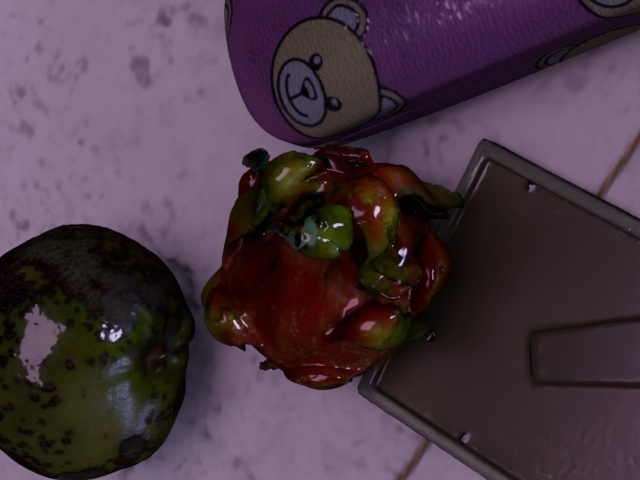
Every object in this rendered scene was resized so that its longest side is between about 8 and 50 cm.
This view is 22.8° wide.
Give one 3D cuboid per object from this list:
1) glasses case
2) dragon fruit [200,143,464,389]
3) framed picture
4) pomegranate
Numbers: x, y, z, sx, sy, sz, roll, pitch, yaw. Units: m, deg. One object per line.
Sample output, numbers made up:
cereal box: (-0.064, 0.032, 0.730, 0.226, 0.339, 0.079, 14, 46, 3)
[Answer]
glasses case: (0.087, -0.142, 0.768, 0.316, 0.076, 0.123, -21, 75, 29)
dragon fruit: (0.000, 0.000, 0.790, 0.142, 0.175, 0.138, -31, 68, -4)
framed picture: (0.126, 0.059, 0.763, 0.203, 0.015, 0.150, 31, 102, 31)
pomegranate: (-0.133, 0.058, 0.879, 0.125, 0.163, 0.138, -6, 99, -7)
